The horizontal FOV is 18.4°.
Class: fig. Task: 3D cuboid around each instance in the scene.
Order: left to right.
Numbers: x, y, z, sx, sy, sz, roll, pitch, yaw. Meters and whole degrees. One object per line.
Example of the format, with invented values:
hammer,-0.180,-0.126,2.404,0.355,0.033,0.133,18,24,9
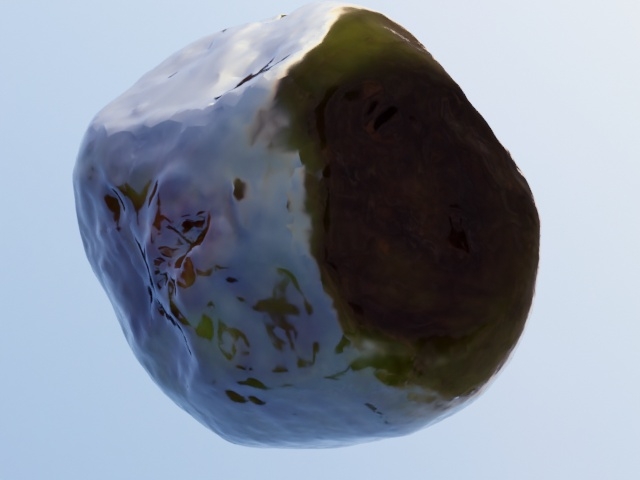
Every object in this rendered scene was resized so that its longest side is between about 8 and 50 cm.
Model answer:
fig,0.000,0.000,0.650,0.165,0.154,0.144,46,-125,-69
